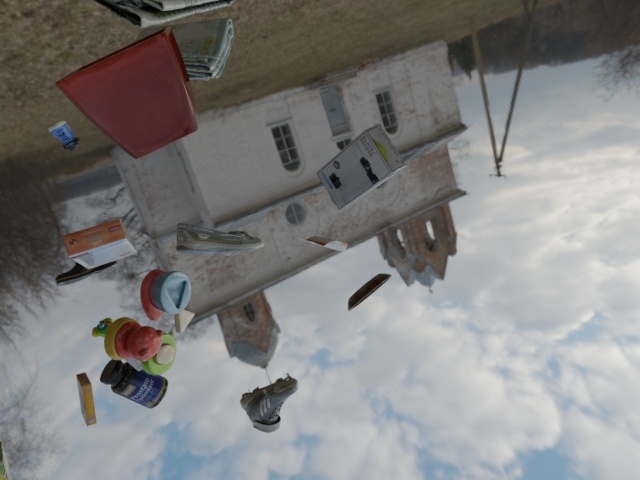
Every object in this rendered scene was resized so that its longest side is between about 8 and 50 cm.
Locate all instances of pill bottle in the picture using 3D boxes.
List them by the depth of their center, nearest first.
[{"bbox_3d":[-0.683,0.519,1.701,0.123,0.219,0.122,-32,-145,26],"label":"pill bottle"}]

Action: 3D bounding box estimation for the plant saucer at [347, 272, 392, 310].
[{"bbox_3d":[0.162,0.172,1.606,0.199,0.036,0.198,-38,168,-10],"label":"plant saucer"}]

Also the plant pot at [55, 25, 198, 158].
[{"bbox_3d":[-0.449,-0.365,1.179,0.267,0.235,0.267,-25,-150,-1],"label":"plant pot"}]

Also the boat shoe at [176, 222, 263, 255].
[{"bbox_3d":[-0.345,-0.004,1.622,0.321,0.103,0.118,1,168,-35],"label":"boat shoe"}]

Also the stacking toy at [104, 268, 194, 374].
[{"bbox_3d":[-0.458,0.259,1.401,0.131,0.279,0.308,2,-129,24],"label":"stacking toy"}]

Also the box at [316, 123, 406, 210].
[{"bbox_3d":[0.130,-0.242,1.568,0.087,0.169,0.290,-30,179,-41],"label":"box"}]

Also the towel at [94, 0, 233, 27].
[{"bbox_3d":[-0.391,-0.563,0.977,0.324,0.312,0.056,-54,174,-48],"label":"towel"}]

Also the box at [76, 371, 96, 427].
[{"bbox_3d":[-0.638,0.439,1.266,0.028,0.136,0.081,-12,-163,-35],"label":"box"}]

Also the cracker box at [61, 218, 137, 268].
[{"bbox_3d":[-0.647,0.014,1.379,0.156,0.067,0.232,-20,174,-17],"label":"cracker box"}]

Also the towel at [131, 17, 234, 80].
[{"bbox_3d":[-0.464,-0.631,1.526,0.321,0.090,0.374,-2,-137,3],"label":"towel"}]

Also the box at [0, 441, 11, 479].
[{"bbox_3d":[-0.866,0.614,1.237,0.054,0.168,0.059,-10,-137,-32],"label":"box"}]

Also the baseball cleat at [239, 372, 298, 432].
[{"bbox_3d":[-0.101,0.369,1.043,0.072,0.109,0.206,-23,174,-44],"label":"baseball cleat"}]

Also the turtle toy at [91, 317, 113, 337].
[{"bbox_3d":[-0.845,0.347,1.833,0.095,0.066,0.130,22,177,-26],"label":"turtle toy"}]

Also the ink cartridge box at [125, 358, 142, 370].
[{"bbox_3d":[-0.635,0.378,1.604,0.088,0.122,0.052,-40,-165,9],"label":"ink cartridge box"}]

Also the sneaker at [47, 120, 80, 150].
[{"bbox_3d":[-0.841,-0.341,1.533,0.058,0.084,0.152,-34,-166,-12],"label":"sneaker"}]

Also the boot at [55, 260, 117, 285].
[{"bbox_3d":[-0.814,0.060,1.569,0.198,0.137,0.077,-27,-179,-43],"label":"boot"}]

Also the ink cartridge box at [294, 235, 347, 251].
[{"bbox_3d":[0.000,0.000,1.939,0.179,0.045,0.145,20,176,-37],"label":"ink cartridge box"}]
